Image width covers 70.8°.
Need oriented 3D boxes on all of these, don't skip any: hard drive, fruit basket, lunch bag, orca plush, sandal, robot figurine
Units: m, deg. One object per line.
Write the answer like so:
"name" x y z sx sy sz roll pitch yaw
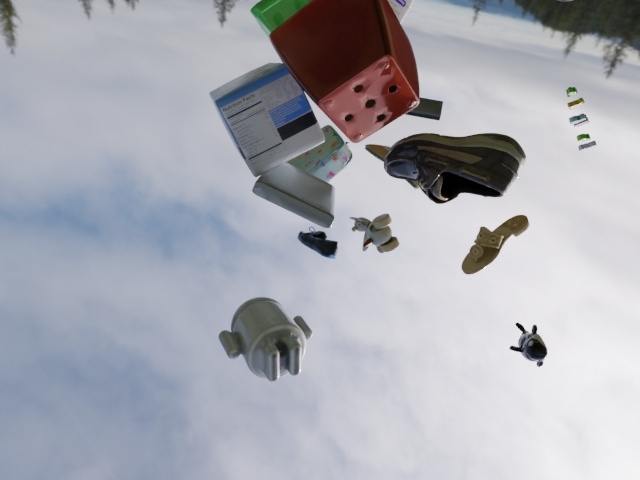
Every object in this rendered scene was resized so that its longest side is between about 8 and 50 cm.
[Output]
"hard drive" -0.065 -0.155 1.367 0.233 0.047 0.353 25 -161 -7
"fruit basket" -0.138 -0.944 1.755 0.283 0.392 0.392 -30 -144 7
"lunch bag" -0.011 -0.326 1.814 0.108 0.279 0.224 44 -168 -38
"orca plush" 0.758 0.379 1.690 0.102 0.151 0.287 -5 -164 12
"sandal" 0.453 -0.014 1.204 0.240 0.079 0.088 -37 -156 -12
"hard drive" 0.334 -0.441 1.494 0.135 0.022 0.094 13 -130 8
"robot figurine" -0.175 0.312 1.482 0.300 0.199 0.353 -5 -159 -26

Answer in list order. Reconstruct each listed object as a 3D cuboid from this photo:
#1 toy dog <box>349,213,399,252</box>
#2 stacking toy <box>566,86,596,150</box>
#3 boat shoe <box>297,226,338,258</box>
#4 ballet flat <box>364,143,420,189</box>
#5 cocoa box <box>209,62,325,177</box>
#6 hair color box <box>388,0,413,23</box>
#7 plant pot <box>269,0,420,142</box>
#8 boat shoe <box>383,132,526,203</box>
"toy dog" 0.215 -0.025 2.028 0.161 0.334 0.220 -28 -93 -14
"stacking toy" 0.815 -0.380 1.428 0.052 0.167 0.221 -17 173 36
"boat shoe" 0.000 0.000 1.931 0.109 0.089 0.258 10 -167 -45
"ballet flat" 0.251 -0.260 1.468 0.232 0.073 0.080 40 -168 10
"cocoa box" -0.170 -0.370 1.327 0.231 0.228 0.347 -28 -154 -4
"hair color box" 0.153 -0.668 1.164 0.185 0.338 0.110 22 -164 -31
"plant pot" 0.081 -0.390 1.036 0.267 0.267 0.235 31 -144 -52
"boat shoe" 0.275 -0.161 1.029 0.132 0.130 0.355 35 163 -35
